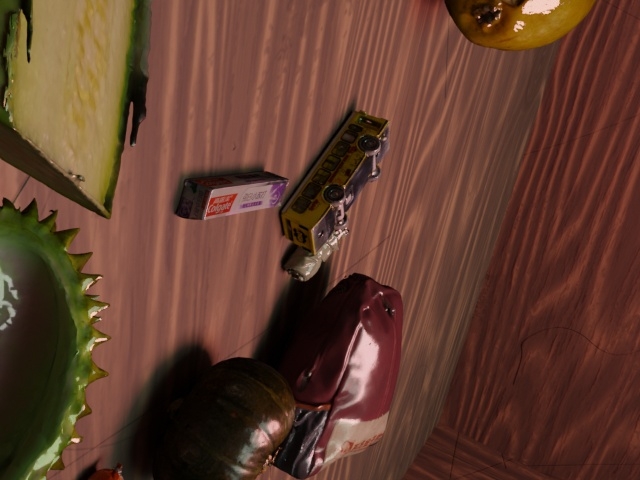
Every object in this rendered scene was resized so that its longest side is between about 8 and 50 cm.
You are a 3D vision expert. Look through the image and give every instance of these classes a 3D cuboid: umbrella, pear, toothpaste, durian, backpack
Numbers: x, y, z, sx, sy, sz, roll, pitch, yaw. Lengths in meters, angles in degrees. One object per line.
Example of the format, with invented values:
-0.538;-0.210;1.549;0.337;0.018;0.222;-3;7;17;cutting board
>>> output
0.000;0.000;1.375;0.143;0.062;0.067;-56;-173;-22;umbrella
0.324;-0.437;1.427;0.321;0.269;0.269;-57;159;-26;pear
-0.101;-0.053;1.077;0.196;0.040;0.047;-16;125;-65;toothpaste
-0.281;0.126;0.645;0.356;0.157;0.169;-59;143;-20;durian
0.024;0.206;1.477;0.283;0.197;0.318;-8;115;-66;backpack

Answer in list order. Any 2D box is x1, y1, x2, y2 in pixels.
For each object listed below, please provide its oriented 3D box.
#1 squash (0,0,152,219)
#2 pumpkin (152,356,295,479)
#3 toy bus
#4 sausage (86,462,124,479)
-0.143;-0.210;0.530;0.309;0.210;0.234;-58;171;-10;squash
-0.131;0.255;1.182;0.224;0.157;0.224;-58;176;-7;pumpkin
0.028;-0.086;1.326;0.226;0.074;0.081;-57;158;-25;toy bus
-0.321;0.403;1.002;0.348;0.053;0.053;-58;159;-23;sausage
